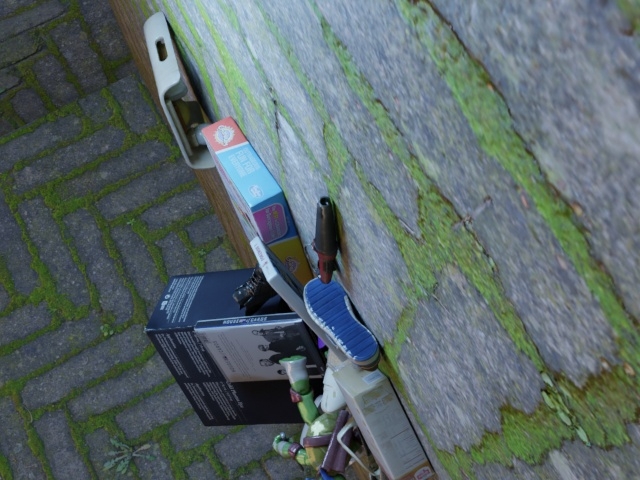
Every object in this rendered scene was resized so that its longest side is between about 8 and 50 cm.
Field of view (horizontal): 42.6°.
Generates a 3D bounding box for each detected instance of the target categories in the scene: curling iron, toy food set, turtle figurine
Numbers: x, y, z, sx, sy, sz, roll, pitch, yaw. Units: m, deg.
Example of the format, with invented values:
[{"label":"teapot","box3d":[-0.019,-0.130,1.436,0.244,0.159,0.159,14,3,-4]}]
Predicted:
[{"label":"curling iron","box3d":[0.000,0.000,1.130,0.068,0.035,0.274,60,172,15]},{"label":"toy food set","box3d":[-0.302,-0.327,1.828,0.306,0.092,0.220,78,174,-58]},{"label":"turtle figurine","box3d":[0.006,0.354,1.626,0.274,0.197,0.266,-6,-91,-63]}]

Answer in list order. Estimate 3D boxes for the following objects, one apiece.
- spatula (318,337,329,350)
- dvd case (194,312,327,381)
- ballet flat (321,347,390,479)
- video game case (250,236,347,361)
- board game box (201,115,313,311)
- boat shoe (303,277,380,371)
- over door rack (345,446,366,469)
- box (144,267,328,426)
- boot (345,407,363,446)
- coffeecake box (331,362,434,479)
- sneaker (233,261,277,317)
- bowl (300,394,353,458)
[{"label":"spatula","box3d":[0.015,0.188,1.629,0.296,0.030,0.084,73,-164,-71]},{"label":"dvd case","box3d":[-0.116,0.222,1.675,0.030,0.238,0.179,-74,-30,-44]},{"label":"ballet flat","box3d":[0.066,0.311,1.480,0.316,0.106,0.107,63,168,-1]},{"label":"video game case","box3d":[-0.037,0.096,1.384,0.201,0.023,0.183,50,-178,-23]},{"label":"board game box","box3d":[-0.111,-0.046,1.562,0.242,0.064,0.316,55,169,39]},{"label":"boat shoe","box3d":[0.030,0.134,1.271,0.183,0.066,0.066,56,171,39]},{"label":"over door rack","box3d":[0.099,0.521,1.961,0.239,0.108,0.324,60,172,21]},{"label":"box","box3d":[-0.165,0.246,1.856,0.179,0.312,0.343,-71,-32,-47]},{"label":"boot","box3d":[0.082,0.359,1.741,0.190,0.069,0.086,52,-149,-25]},{"label":"coffeecake box","box3d":[0.102,0.303,1.366,0.185,0.068,0.142,64,171,-11]},{"label":"sneaker","box3d":[-0.129,0.097,1.593,0.051,0.089,0.170,59,172,21]},{"label":"bowl","box3d":[0.024,0.407,1.790,0.142,0.142,0.053,22,176,-29]}]
